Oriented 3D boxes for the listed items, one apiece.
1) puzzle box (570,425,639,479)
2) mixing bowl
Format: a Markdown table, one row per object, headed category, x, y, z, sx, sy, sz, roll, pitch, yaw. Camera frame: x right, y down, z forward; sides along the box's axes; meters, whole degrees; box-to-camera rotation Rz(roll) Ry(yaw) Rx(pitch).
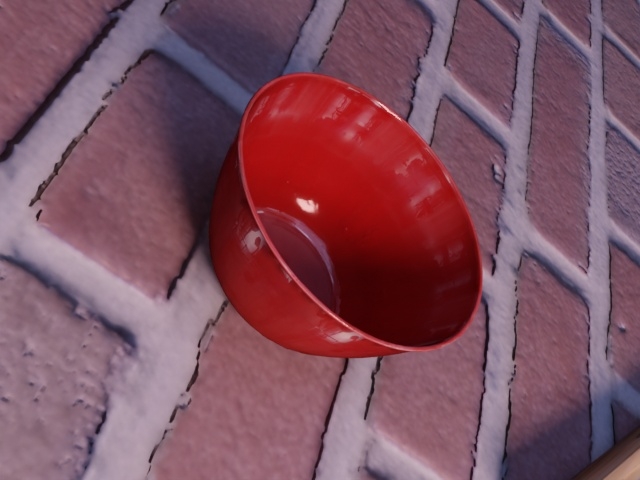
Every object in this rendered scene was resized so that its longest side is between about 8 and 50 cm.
| category | x | y | z | sx | sy | sz | roll | pitch | yaw |
| --- | --- | --- | --- | --- | --- | --- | --- | --- | --- |
| puzzle box | 0.325 | 0.273 | 0.656 | 0.409 | 0.052 | 0.272 | -13 | 72 | -47 |
| mixing bowl | 0.000 | 0.000 | 0.509 | 0.181 | 0.098 | 0.181 | 25 | 47 | -30 |
